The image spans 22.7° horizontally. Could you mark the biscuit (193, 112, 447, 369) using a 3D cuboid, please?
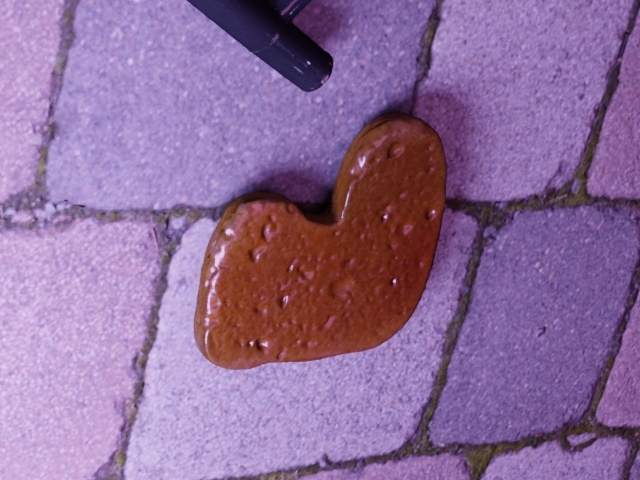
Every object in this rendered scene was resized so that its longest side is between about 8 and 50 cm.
[{"bbox_3d":[-0.001,-0.001,1.627,0.277,0.052,0.262,-9,117,-29],"label":"biscuit"}]

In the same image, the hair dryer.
[{"bbox_3d":[-0.015,-0.257,1.466,0.173,0.050,0.195,33,92,-43],"label":"hair dryer"}]
